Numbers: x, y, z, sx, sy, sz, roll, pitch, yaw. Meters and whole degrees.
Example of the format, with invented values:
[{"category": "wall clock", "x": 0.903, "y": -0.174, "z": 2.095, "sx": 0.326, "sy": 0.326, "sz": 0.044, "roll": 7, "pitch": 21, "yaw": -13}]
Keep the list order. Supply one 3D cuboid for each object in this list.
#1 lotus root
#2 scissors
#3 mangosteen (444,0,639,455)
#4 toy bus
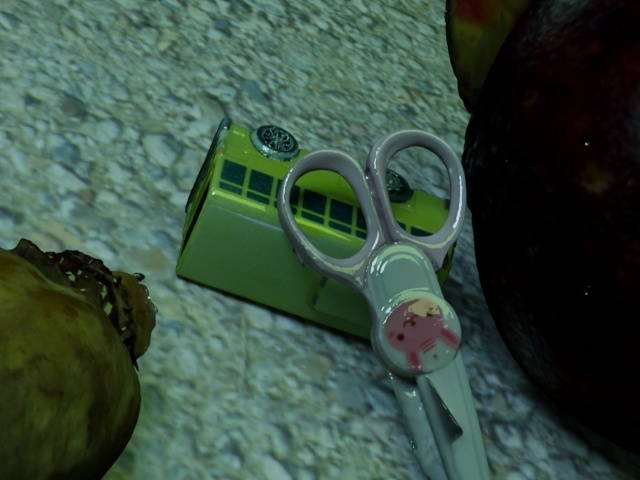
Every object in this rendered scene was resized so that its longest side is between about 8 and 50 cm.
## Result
[{"category": "lotus root", "x": -0.186, "y": 0.071, "z": 0.619, "sx": 0.169, "sy": 0.141, "sz": 0.314, "roll": 31, "pitch": 16, "yaw": 16}, {"category": "scissors", "x": 0.058, "y": 0.053, "z": 0.838, "sx": 0.118, "sy": 0.030, "sz": 0.242, "roll": -16, "pitch": 82, "yaw": -15}, {"category": "mangosteen", "x": 0.267, "y": -0.058, "z": 0.921, "sx": 0.381, "sy": 0.381, "sz": 0.421, "roll": 9, "pitch": 40, "yaw": -26}, {"category": "toy bus", "x": 0.000, "y": 0.000, "z": 0.905, "sx": 0.175, "sy": 0.088, "sz": 0.101, "roll": 20, "pitch": 38, "yaw": -10}]
